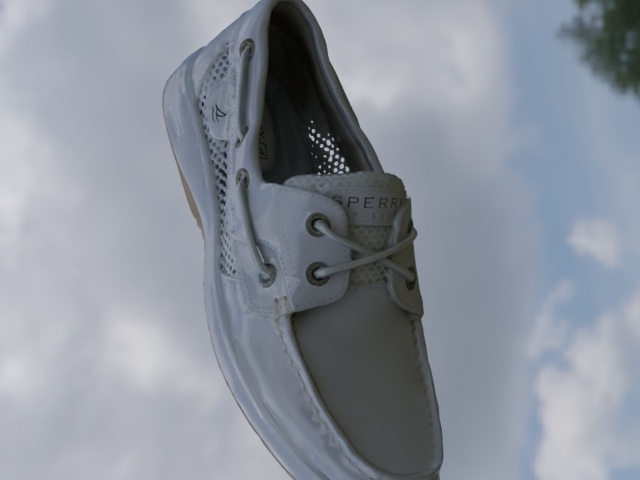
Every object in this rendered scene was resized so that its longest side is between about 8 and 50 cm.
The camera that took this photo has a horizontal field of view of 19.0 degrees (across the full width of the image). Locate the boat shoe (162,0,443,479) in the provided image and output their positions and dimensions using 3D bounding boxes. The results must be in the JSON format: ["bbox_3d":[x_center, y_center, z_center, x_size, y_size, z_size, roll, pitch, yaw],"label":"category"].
[{"bbox_3d":[0.000,0.000,0.911,0.098,0.096,0.277,0,-124,-38],"label":"boat shoe"}]
